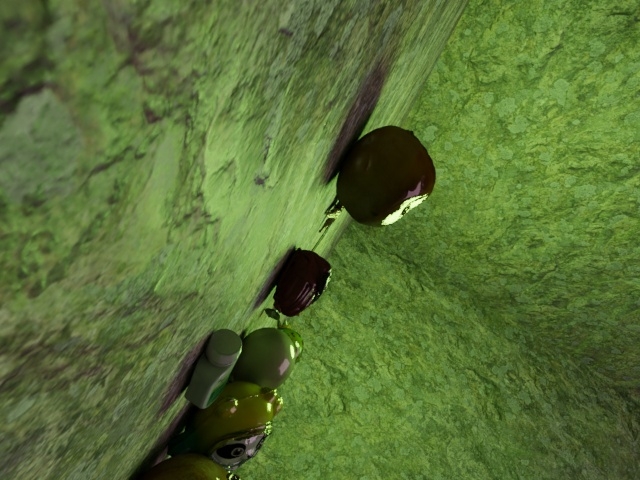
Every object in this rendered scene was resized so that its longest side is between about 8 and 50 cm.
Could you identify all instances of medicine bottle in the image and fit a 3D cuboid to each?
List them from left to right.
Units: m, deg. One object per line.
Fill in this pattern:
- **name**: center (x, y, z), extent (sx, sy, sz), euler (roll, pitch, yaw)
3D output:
- **medicine bottle**: center (-0.222, 0.266, 0.881), extent (0.119, 0.069, 0.183), euler (-49, 168, -54)

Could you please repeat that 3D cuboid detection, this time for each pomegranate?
- **pomegranate**: center (-0.319, 0.649, 0.960), extent (0.319, 0.319, 0.319), euler (-58, 176, -7)
- **pomegranate**: center (-0.192, 0.556, 2.296), extent (0.231, 0.231, 0.286), euler (116, -4, -48)

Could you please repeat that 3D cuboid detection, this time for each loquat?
- **loquat**: center (0.181, -0.185, 1.197), extent (0.284, 0.276, 0.276), euler (-43, -179, 20)

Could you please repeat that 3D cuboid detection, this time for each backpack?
- **backpack**: center (-0.072, 0.137, 1.311), extent (0.229, 0.139, 0.229), euler (-51, -165, 20)

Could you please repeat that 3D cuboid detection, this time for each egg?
- **egg**: center (-0.186, 0.389, 1.333), extent (0.253, 0.188, 0.188), euler (-56, 178, 30)

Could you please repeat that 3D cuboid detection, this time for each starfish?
- **starfish**: center (0.064, -0.130, 1.603), extent (0.235, 0.062, 0.277), euler (-52, 179, -12)

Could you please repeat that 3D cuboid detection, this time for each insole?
- **insole**: center (0.000, 0.000, 1.953), extent (0.348, 0.009, 0.119), euler (-56, 175, -36)

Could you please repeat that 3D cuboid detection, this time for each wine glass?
- **wine glass**: center (-0.130, 0.199, 1.531), extent (0.198, 0.066, 0.066), euler (-58, 176, -43)

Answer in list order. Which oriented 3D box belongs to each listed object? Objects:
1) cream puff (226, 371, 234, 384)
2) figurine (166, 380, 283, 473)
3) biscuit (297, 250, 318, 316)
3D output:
- **cream puff**: center (-0.285, 0.520, 1.509), extent (0.169, 0.183, 0.183), euler (-9, 134, -54)
- **figurine**: center (-0.274, 0.542, 1.206), extent (0.324, 0.231, 0.340), euler (9, 126, -47)
- **biscuit**: center (-0.057, 0.188, 1.803), extent (0.202, 0.044, 0.288), euler (91, 18, -81)
